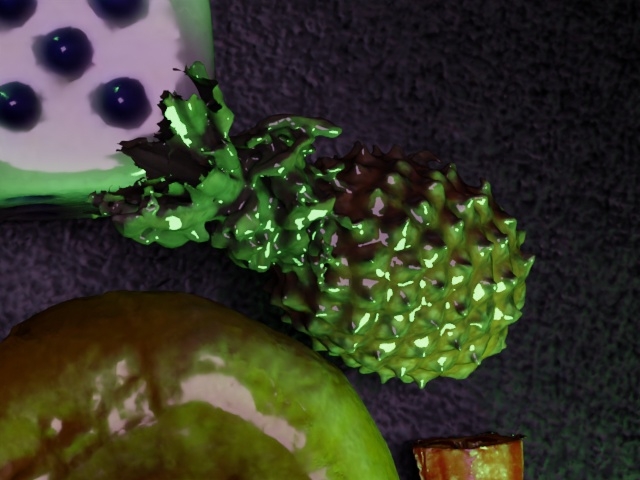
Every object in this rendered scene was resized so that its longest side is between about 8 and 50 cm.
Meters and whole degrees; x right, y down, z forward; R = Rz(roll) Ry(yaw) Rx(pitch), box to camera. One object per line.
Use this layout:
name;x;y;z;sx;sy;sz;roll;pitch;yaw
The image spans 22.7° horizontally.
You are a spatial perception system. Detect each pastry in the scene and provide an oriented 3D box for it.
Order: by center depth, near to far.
pastry;-0.113;0.199;1.088;0.356;0.164;0.356;0;97;2

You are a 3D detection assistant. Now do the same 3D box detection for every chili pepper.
chili pepper;0.113;0.232;1.205;0.088;0.065;0.169;-2;88;-10

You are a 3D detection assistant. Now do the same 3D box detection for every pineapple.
pineapple;0.000;0.000;1.075;0.361;0.175;0.175;15;80;-48

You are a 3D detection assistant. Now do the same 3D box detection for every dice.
dice;-0.176;-0.116;1.116;0.194;0.193;0.192;-4;86;-12
